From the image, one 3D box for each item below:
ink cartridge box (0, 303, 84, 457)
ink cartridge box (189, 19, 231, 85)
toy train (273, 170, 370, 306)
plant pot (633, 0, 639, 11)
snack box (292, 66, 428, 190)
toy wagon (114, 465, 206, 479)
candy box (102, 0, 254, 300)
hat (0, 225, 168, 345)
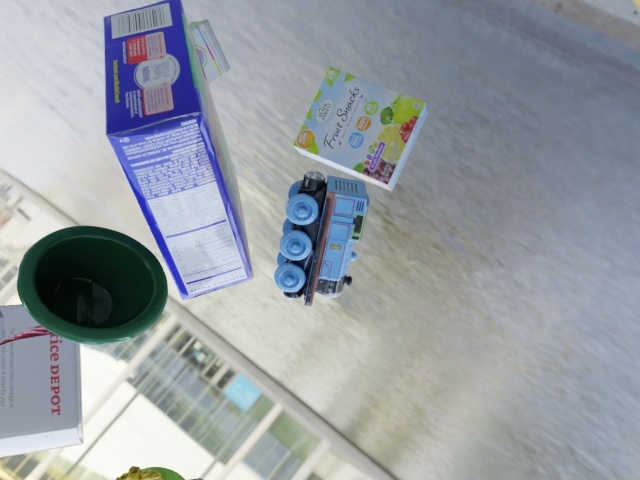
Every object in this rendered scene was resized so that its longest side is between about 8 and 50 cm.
[{"bbox_3d":[-0.500,0.214,1.016,0.117,0.283,0.207,113,149,-57],"label":"ink cartridge box"},{"bbox_3d":[-0.281,-0.326,1.322,0.062,0.209,0.109,12,137,45],"label":"ink cartridge box"},{"bbox_3d":[0.000,0.000,0.899,0.105,0.184,0.080,10,-156,-3],"label":"toy train"},{"bbox_3d":[0.459,-0.352,0.761,0.187,0.212,0.212,-3,-159,-42],"label":"plant pot"},{"bbox_3d":[0.077,-0.215,1.326,0.207,0.174,0.070,23,178,16],"label":"snack box"},{"bbox_3d":[-0.192,0.431,1.004,0.068,0.267,0.344,-85,-20,-58],"label":"toy wagon"},{"bbox_3d":[-0.193,-0.121,0.958,0.317,0.122,0.268,81,174,-49],"label":"candy box"},{"bbox_3d":[-0.324,0.097,0.921,0.208,0.173,0.183,24,138,-7],"label":"hat"}]
